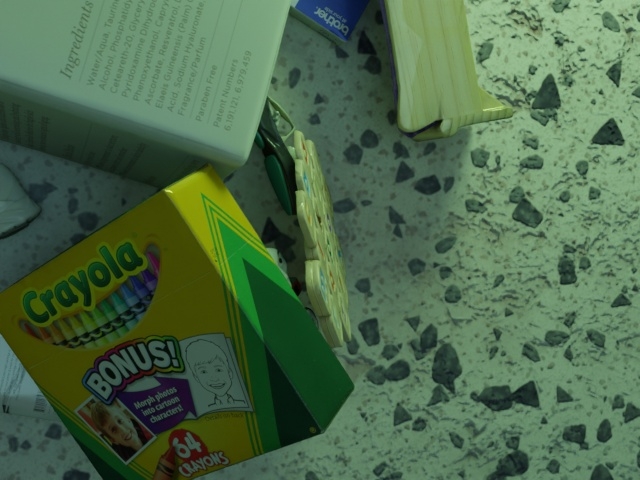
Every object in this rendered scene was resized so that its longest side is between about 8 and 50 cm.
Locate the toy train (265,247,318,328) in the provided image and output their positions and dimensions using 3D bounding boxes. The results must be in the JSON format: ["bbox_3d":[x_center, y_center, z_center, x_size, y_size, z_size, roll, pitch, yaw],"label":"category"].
[{"bbox_3d":[-0.169,0.097,1.221,0.190,0.333,0.142,66,32,-26],"label":"toy train"}]

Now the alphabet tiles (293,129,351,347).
[{"bbox_3d":[0.000,0.000,1.272,0.021,0.284,0.278,-11,138,8],"label":"alphabet tiles"}]

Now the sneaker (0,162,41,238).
[{"bbox_3d":[-0.500,-0.026,1.227,0.232,0.090,0.115,-31,94,-22],"label":"sneaker"}]

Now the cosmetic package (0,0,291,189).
[{"bbox_3d":[-0.266,-0.274,1.131,0.393,0.329,0.328,17,81,-16],"label":"cosmetic package"}]

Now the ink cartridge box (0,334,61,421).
[{"bbox_3d":[-0.405,0.181,1.267,0.150,0.063,0.109,13,89,-16],"label":"ink cartridge box"}]

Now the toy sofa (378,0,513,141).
[{"bbox_3d":[0.150,-0.331,1.361,0.177,0.150,0.363,-13,97,-12],"label":"toy sofa"}]

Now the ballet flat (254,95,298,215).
[{"bbox_3d":[-0.060,-0.138,1.352,0.074,0.074,0.203,-29,98,-13],"label":"ballet flat"}]

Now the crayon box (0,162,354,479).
[{"bbox_3d":[-0.192,0.126,1.104,0.313,0.362,0.106,57,34,-9],"label":"crayon box"}]

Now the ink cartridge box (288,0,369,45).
[{"bbox_3d":[-0.030,-0.385,1.359,0.207,0.046,0.097,31,85,-16],"label":"ink cartridge box"}]
